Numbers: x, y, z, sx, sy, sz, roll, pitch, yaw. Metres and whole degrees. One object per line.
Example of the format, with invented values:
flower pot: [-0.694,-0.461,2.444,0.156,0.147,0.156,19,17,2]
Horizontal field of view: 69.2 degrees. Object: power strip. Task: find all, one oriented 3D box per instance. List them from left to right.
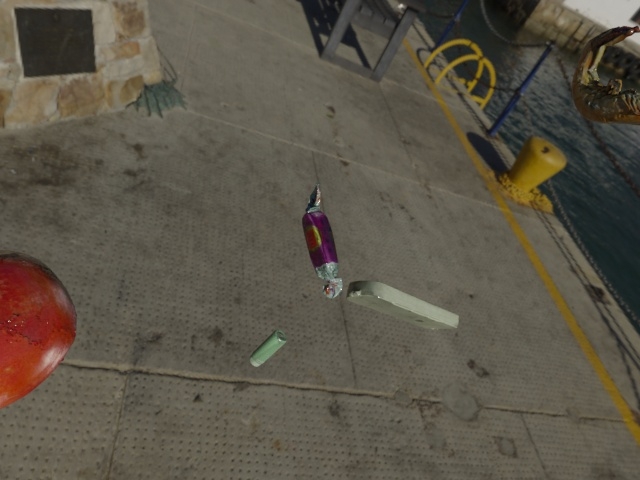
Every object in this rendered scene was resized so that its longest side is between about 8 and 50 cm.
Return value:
power strip: [0.140,0.109,0.755,0.227,0.080,0.029,24,69,-30]

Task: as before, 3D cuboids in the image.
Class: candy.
candy: [0.000,0.000,0.692,0.043,0.045,0.175,0,70,-41]

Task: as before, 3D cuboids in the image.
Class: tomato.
tomato: [-0.348,0.071,0.448,0.189,0.099,0.173,35,60,10]

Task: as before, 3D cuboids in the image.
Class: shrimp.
shrimp: [0.285,-0.144,0.425,0.025,0.091,0.127,-16,38,-19]

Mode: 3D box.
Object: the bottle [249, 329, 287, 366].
bottle: [-0.101,0.206,0.886,0.030,0.083,0.030,39,19,-17]
